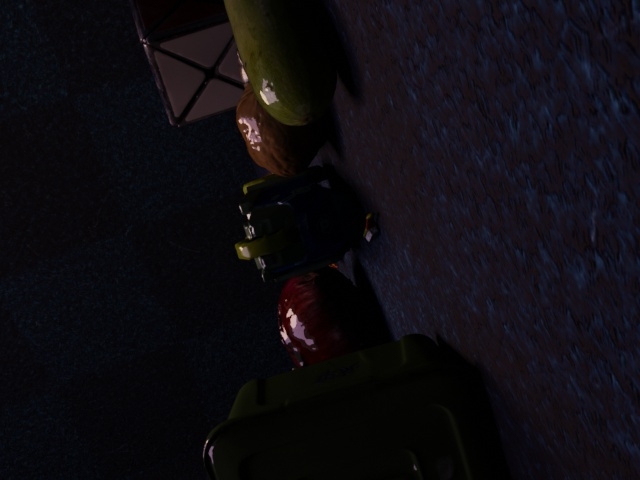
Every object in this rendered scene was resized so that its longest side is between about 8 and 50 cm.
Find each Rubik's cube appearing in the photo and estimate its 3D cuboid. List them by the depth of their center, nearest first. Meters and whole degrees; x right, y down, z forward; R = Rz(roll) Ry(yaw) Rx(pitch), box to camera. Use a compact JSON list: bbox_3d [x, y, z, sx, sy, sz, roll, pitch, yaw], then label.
[{"bbox_3d":[-0.282,-0.461,1.625,0.260,0.255,0.259,81,168,-51],"label":"Rubik's cube"}]

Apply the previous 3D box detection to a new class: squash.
[{"bbox_3d":[-0.069,-0.316,0.925,0.118,0.118,0.370,86,167,-67],"label":"squash"}]

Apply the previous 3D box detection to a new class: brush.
[{"bbox_3d":[0.075,-0.019,1.012,0.021,0.019,0.083,58,170,18],"label":"brush"}]

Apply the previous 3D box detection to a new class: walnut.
[{"bbox_3d":[-0.058,-0.187,1.103,0.166,0.149,0.166,-6,-90,-65],"label":"walnut"}]

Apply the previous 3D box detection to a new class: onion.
[{"bbox_3d":[0.013,0.167,1.350,0.246,0.190,0.246,62,-169,-20],"label":"onion"}]

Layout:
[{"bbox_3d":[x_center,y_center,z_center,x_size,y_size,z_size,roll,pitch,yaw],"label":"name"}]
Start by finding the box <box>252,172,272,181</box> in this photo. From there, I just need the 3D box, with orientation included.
[{"bbox_3d":[-0.104,-0.028,2.064,0.193,0.084,0.301,60,-175,-61],"label":"box"}]

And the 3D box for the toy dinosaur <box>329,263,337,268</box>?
[{"bbox_3d":[0.000,0.000,1.507,0.117,0.070,0.288,-118,5,-48],"label":"toy dinosaur"}]

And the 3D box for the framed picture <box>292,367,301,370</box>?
[{"bbox_3d":[0.062,0.304,1.344,0.273,0.216,0.016,80,-162,-63],"label":"framed picture"}]

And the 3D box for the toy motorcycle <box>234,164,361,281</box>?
[{"bbox_3d":[-0.030,-0.027,1.179,0.326,0.200,0.191,-83,-24,-82],"label":"toy motorcycle"}]

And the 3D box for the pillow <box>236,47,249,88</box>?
[{"bbox_3d":[-0.084,-0.249,1.260,0.208,0.052,0.212,-44,-61,-68],"label":"pillow"}]

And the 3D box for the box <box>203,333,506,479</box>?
[{"bbox_3d":[0.047,0.268,0.867,0.178,0.328,0.253,-87,-20,-75],"label":"box"}]
